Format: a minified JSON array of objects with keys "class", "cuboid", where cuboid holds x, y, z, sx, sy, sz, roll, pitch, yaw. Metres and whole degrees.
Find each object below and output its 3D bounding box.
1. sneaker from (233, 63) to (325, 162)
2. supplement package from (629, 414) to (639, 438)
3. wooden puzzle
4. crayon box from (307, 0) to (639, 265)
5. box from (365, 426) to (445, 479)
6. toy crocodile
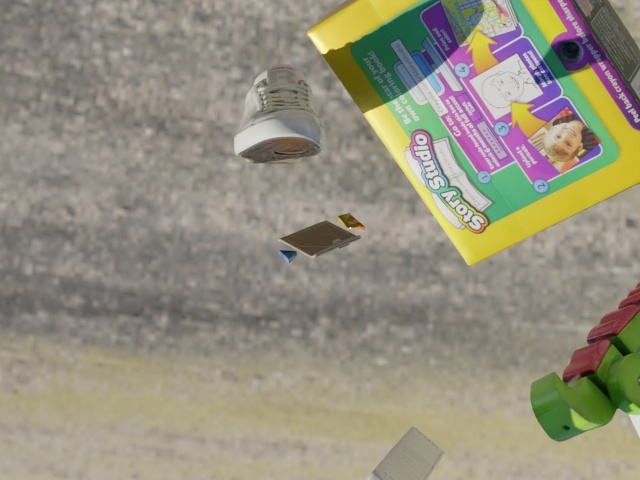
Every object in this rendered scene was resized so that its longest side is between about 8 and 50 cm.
[{"class":"sneaker","cuboid":[-0.056,-0.159,1.953,0.106,0.123,0.290,1,180,-8]},{"class":"supplement package","cuboid":[0.572,0.278,2.574,0.105,0.179,0.105,-27,-177,-29]},{"class":"wooden puzzle","cuboid":[0.000,0.000,1.782,0.116,0.014,0.078,-18,-155,-25]},{"class":"crayon box","cuboid":[0.215,-0.190,1.931,0.313,0.106,0.363,-28,103,34]},{"class":"box","cuboid":[0.037,0.336,1.797,0.058,0.232,0.322,37,-172,9]},{"class":"toy crocodile","cuboid":[0.351,0.112,1.781,0.105,0.340,0.115,52,147,-5]}]
